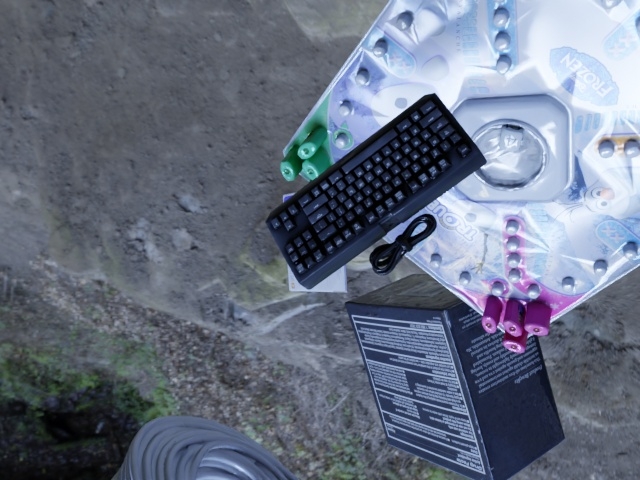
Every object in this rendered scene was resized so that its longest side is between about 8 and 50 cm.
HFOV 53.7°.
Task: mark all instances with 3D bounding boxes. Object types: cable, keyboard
[{"bbox_3d":[-0.105,0.301,0.675,0.257,0.257,0.089,43,103,26],"label":"cable"},{"bbox_3d":[0.045,-0.030,0.515,0.180,0.023,0.108,-37,69,13],"label":"keyboard"}]

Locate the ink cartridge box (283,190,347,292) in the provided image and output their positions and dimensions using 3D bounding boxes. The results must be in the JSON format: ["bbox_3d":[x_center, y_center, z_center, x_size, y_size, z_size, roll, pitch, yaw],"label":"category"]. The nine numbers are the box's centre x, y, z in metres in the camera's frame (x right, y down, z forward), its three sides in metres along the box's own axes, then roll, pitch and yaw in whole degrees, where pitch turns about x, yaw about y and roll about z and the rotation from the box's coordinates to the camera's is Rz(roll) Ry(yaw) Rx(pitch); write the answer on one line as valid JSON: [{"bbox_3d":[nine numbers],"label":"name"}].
[{"bbox_3d":[0.000,0.000,1.245,0.208,0.045,0.206,-5,88,57],"label":"ink cartridge box"}]

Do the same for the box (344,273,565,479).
[{"bbox_3d":[0.223,0.220,1.102,0.296,0.183,0.294,-4,103,61],"label":"box"}]

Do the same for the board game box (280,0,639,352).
[{"bbox_3d":[0.194,-0.086,0.659,0.390,0.050,0.390,37,131,-5],"label":"board game box"}]
